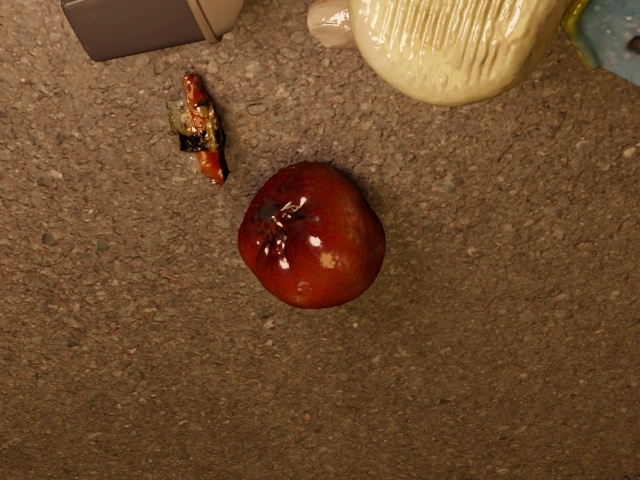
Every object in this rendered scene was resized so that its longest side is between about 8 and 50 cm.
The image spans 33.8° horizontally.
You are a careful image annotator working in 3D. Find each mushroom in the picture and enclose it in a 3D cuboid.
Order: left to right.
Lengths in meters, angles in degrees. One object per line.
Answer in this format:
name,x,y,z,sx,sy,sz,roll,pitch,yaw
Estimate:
mushroom,0.150,-0.404,1.796,0.350,0.128,0.128,-16,133,4

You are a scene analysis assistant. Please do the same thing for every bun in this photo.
bun,0.217,-0.394,1.637,0.361,0.213,0.361,4,113,9

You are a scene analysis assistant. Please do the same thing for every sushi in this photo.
sushi,-0.231,-0.208,1.969,0.103,0.097,0.226,-10,120,-3

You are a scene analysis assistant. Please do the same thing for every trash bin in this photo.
trash bin,-0.254,-0.411,1.697,0.290,0.209,0.182,-12,135,14

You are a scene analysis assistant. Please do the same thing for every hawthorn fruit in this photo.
hawthorn fruit,-0.009,0.006,2.067,0.295,0.295,0.311,-25,128,18

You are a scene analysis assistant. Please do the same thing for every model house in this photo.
model house,0.496,-0.404,1.748,0.303,0.237,0.215,21,129,-23
